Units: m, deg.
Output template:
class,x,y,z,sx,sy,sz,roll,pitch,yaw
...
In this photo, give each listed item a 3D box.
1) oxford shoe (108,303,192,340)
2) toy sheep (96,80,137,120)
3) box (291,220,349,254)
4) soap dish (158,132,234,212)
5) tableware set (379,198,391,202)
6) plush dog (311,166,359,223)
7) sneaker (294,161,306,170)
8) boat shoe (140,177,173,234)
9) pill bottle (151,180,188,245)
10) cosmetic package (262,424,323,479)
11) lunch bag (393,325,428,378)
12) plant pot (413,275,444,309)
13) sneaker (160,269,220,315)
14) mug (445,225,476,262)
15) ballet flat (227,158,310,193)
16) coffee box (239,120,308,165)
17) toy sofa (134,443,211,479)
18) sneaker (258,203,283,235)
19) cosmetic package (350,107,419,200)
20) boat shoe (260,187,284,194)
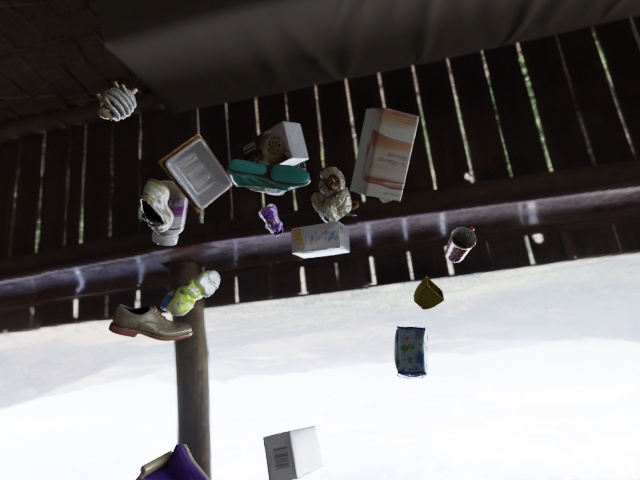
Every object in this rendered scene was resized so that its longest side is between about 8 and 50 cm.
class,x,y,z,sx,sy,sz,roll,pitch,yaw
oxford shoe,-0.709,0.349,1.857,0.348,0.130,0.123,15,-178,-38
toy sheep,-0.548,-0.376,1.174,0.132,0.091,0.091,-48,-179,-24
box,0.000,0.000,1.695,0.203,0.103,0.114,-8,165,22
soap dish,-0.576,-0.312,2.008,0.229,0.290,0.118,-43,-150,-19
tableware set,0.289,-0.259,1.943,0.020,0.168,0.141,-26,167,-50
plush dog,0.066,-0.229,1.989,0.211,0.225,0.262,-15,-153,-8
sneaker,-0.123,-0.391,2.167,0.135,0.276,0.097,21,164,-5
boat shoe,-0.582,-0.102,1.502,0.105,0.089,0.285,23,148,1
pill bottle,-0.759,-0.133,2.161,0.169,0.301,0.169,15,-158,-6
cosmetic package,-0.141,1.151,2.349,0.162,0.230,0.453,-17,156,11
lunch bag,0.245,0.309,1.181,0.096,0.128,0.151,3,159,6
plant pot,0.368,0.191,1.498,0.083,0.081,0.081,-47,-174,20
sneaker,-0.475,0.178,1.551,0.126,0.091,0.240,0,-156,32
mug,0.658,0.021,2.006,0.150,0.113,0.169,-20,153,-9
ballet flat,-0.150,-0.182,1.280,0.247,0.083,0.087,9,143,3
coffee box,-0.214,-0.399,1.954,0.297,0.168,0.119,-16,177,39
toy sofa,-0.457,0.886,1.453,0.177,0.362,0.150,-53,160,10
sneaker,-0.244,-0.099,2.234,0.095,0.104,0.236,-30,154,-7
cosmetic package,0.221,-0.299,1.510,0.153,0.296,0.129,5,-167,-22
boat shoe,-0.337,-0.319,2.343,0.303,0.114,0.091,26,150,-25
